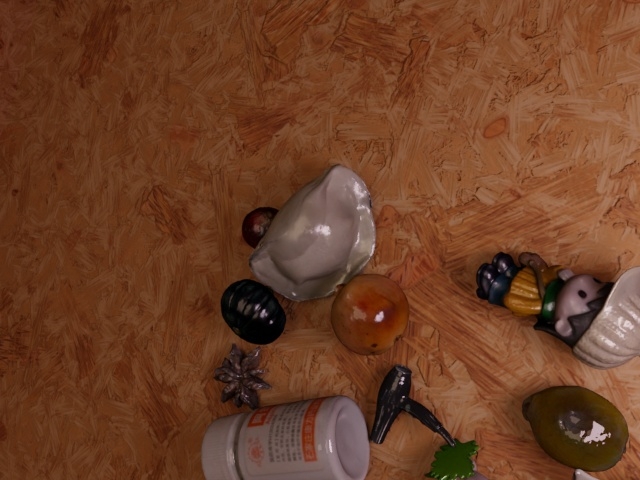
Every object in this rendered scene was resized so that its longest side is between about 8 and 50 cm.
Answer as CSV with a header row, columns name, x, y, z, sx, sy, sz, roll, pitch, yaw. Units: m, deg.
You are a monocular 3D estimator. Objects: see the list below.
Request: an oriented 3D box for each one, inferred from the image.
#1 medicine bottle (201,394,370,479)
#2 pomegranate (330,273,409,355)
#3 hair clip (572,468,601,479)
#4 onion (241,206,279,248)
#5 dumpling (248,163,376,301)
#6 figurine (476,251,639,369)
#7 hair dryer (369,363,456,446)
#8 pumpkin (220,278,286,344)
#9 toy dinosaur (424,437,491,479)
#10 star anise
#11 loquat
name,x,y,z,sx,sy,sz,roll,pitch,yaw
medicine bottle,-0.086,0.500,1.334,0.371,0.211,0.211,-16,74,26
pomegranate,0.114,0.170,1.295,0.191,0.191,0.191,-5,79,29
hair clip,0.558,0.562,1.014,0.172,0.113,0.282,-3,80,18
onion,-0.148,-0.031,1.508,0.131,0.131,0.131,-5,79,29
dumpling,0.002,-0.003,1.402,0.260,0.181,0.341,41,75,-9
figurine,0.487,0.137,1.108,0.332,0.185,0.205,5,117,47
hair dryer,0.209,0.409,1.241,0.219,0.075,0.196,28,105,45
pumpkin,-0.176,0.191,1.452,0.150,0.194,0.194,-40,63,-4
toy dinosaur,0.318,0.522,1.172,0.194,0.152,0.177,-19,102,19
star anise,-0.211,0.373,1.508,0.182,0.065,0.195,28,92,29
loquat,0.489,0.357,1.070,0.195,0.152,0.152,24,94,24
